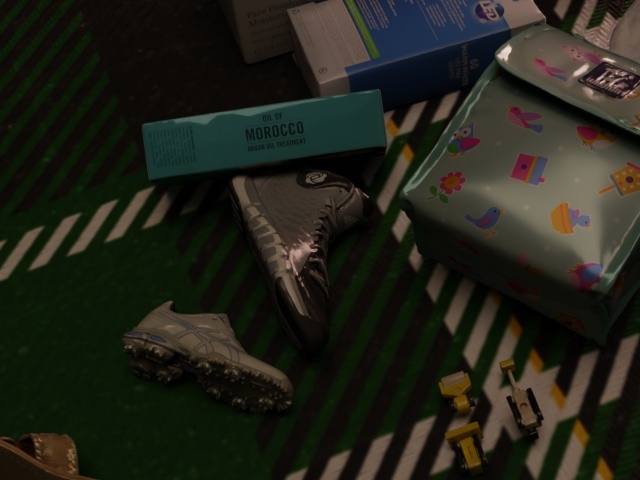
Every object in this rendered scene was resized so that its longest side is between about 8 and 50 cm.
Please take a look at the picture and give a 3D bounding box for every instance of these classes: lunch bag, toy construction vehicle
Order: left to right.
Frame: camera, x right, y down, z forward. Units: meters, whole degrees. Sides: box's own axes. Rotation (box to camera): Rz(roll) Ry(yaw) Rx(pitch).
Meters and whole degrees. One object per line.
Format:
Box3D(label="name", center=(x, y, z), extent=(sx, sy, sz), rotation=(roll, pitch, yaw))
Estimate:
Box3D(label="toy construction vehicle", center=(0.150, 0.157, 1.056), extent=(0.086, 0.035, 0.098), rotation=(-23, 49, 4))
Box3D(label="lunch bag", center=(0.237, -0.072, 1.120), extent=(0.223, 0.160, 0.262), rotation=(29, 75, 26))

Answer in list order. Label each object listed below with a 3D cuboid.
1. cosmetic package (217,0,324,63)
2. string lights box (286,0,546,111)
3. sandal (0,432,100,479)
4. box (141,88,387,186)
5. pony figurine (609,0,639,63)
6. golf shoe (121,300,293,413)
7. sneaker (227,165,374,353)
Box3D(label="cosmetic package", center=(-0.050, -0.334, 1.374), extent=(0.151, 0.184, 0.151), rotation=(-19, 51, -6))
Box3D(label="string lights box", center=(0.106, -0.229, 1.337), extent=(0.259, 0.077, 0.133), rotation=(-16, 52, -5))
Box3D(label="sandal", center=(-0.230, 0.211, 1.051), extent=(0.240, 0.088, 0.079), rotation=(16, 24, 12))
Box3D(label="box", center=(-0.055, -0.104, 1.238), extent=(0.244, 0.100, 0.060), rotation=(-8, 89, 2))
Box3D(label="pony figurine", center=(0.424, -0.301, 1.254), extent=(0.363, 0.303, 0.351), rotation=(9, 50, -12))
Box3D(label="golf shoe", center=(-0.096, 0.100, 1.113), extent=(0.176, 0.069, 0.086), rotation=(18, 50, 19))
Box3D(label="sneaker", center=(0.000, 0.000, 1.166), extent=(0.132, 0.086, 0.229), rotation=(-18, 50, -10))
